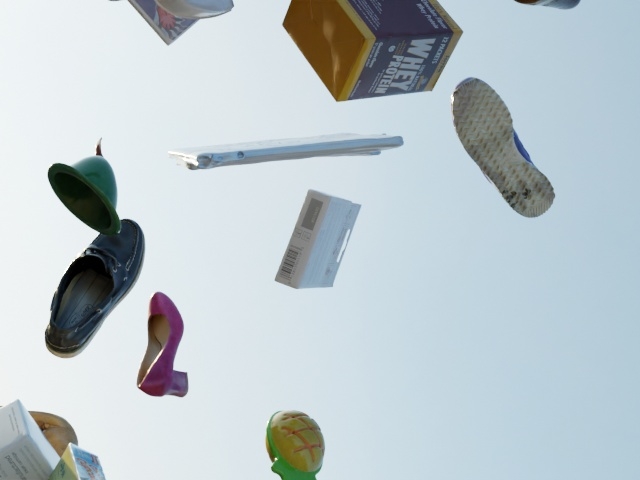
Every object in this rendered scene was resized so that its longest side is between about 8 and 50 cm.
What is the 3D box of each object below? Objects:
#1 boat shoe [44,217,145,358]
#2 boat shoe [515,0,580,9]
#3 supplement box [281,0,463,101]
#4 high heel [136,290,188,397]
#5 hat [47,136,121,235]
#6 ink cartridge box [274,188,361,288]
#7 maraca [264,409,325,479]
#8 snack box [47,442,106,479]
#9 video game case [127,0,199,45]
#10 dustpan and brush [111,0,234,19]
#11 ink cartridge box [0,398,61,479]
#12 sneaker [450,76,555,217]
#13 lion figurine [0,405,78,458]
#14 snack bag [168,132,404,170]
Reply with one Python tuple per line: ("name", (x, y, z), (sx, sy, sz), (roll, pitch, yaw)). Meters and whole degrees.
("boat shoe", (-0.461, 0.075, 2.213), (0.127, 0.340, 0.113), (26, -30, 10))
("boat shoe", (0.290, -0.473, 1.482), (0.123, 0.123, 0.341), (-27, -111, 43))
("supplement box", (0.080, -0.337, 1.718), (0.191, 0.194, 0.129), (57, -39, 29))
("high heel", (-0.337, 0.202, 2.171), (0.082, 0.117, 0.244), (-29, -121, 32))
("hat", (-0.410, -0.139, 2.100), (0.208, 0.183, 0.173), (35, -31, 12))
("ink cartridge box", (0.000, 0.000, 2.031), (0.056, 0.181, 0.225), (21, 5, 14))
("maraca", (-0.046, 0.382, 1.959), (0.127, 0.185, 0.099), (28, -60, -21))
("snack box", (-0.367, 0.433, 1.543), (0.060, 0.187, 0.322), (32, 0, -21))
("video game case", (-0.296, -0.512, 2.107), (0.201, 0.183, 0.023), (48, -13, -9))
("dustpan and brush", (-0.258, -0.428, 1.802), (0.060, 0.211, 0.147), (-5, -75, 48))
("ink cartridge box", (-0.548, 0.409, 1.714), (0.115, 0.273, 0.198), (49, -15, 54))
("sneaker", (0.307, -0.176, 1.962), (0.293, 0.102, 0.146), (55, 5, -25))
("lion figurine", (-0.501, 0.435, 2.010), (0.142, 0.240, 0.392), (-108, -166, -48))
("snack bag", (-0.056, -0.136, 1.681), (0.342, 0.323, 0.037), (-159, -117, -74))
